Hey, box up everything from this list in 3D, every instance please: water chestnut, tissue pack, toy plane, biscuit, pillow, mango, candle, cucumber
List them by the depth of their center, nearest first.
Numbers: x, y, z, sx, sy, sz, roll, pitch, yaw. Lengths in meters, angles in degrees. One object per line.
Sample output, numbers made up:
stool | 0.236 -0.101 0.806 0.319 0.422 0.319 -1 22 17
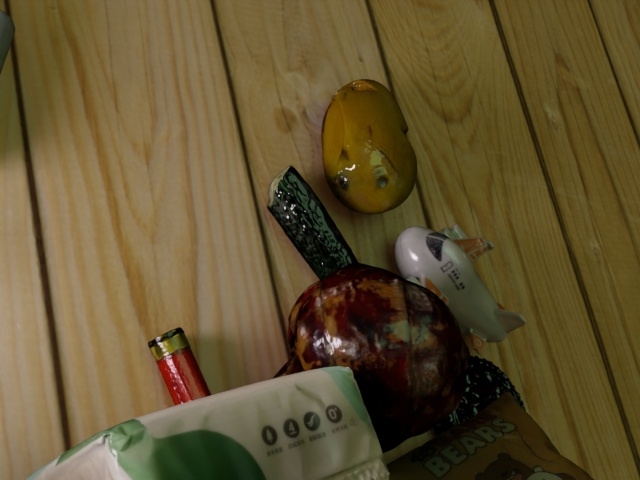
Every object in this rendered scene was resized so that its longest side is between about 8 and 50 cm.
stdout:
tissue pack | -0.137 0.287 1.254 0.356 0.266 0.194 -10 73 -43
candle | -0.177 0.181 1.435 0.052 0.052 0.130 -19 80 -44
water chestnut | 0.063 0.166 1.507 0.289 0.289 0.244 35 77 -20
pillow | 0.256 0.372 1.545 0.310 0.119 0.312 -26 50 -27
cucumber | 0.000 0.001 1.672 0.241 0.074 0.074 55 45 -3
biscuit | 0.248 0.271 1.734 0.194 0.053 0.194 19 55 -30
toy plane | 0.219 0.071 1.782 0.245 0.117 0.244 19 57 -31
mango | 0.079 -0.160 1.792 0.167 0.130 0.262 21 49 -37

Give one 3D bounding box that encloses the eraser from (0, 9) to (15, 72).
eraser | -0.493 -0.215 1.376 0.174 0.081 0.227 26 53 -26
